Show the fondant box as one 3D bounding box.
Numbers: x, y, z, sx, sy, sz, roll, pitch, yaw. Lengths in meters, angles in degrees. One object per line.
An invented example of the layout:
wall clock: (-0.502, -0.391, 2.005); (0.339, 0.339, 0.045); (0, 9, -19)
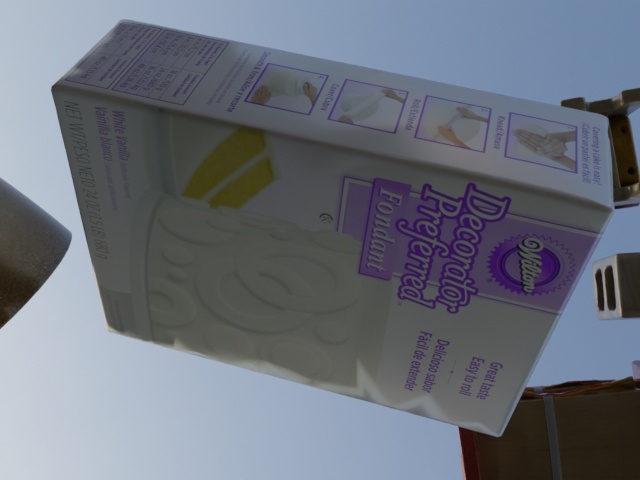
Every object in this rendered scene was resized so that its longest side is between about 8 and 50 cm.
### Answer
fondant box: (0.000, 0.000, 0.484); (0.330, 0.096, 0.238); (13, -45, 7)

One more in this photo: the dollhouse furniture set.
dollhouse furniture set: (0.223, 0.064, 0.658); (0.201, 0.152, 0.374); (-7, -98, 11)

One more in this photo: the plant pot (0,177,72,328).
plant pot: (-0.409, -0.018, 0.613); (0.237, 0.237, 0.254); (-23, -60, 29)
